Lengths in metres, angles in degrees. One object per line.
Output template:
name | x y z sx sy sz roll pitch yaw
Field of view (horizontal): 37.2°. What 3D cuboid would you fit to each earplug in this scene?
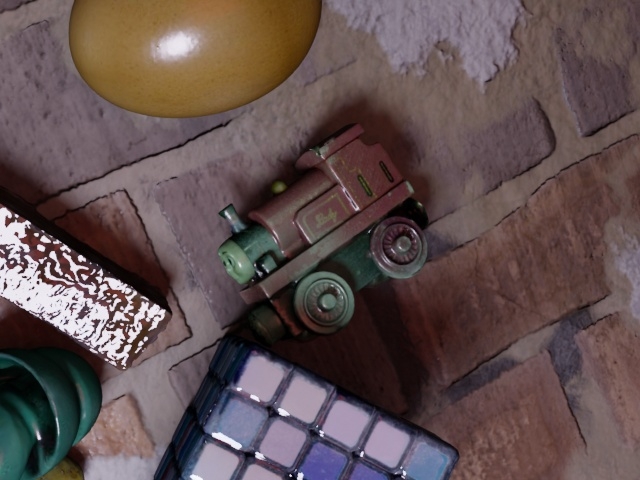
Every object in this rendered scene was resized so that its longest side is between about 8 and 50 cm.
earplug | -0.393 0.239 1.155 0.164 0.257 0.280 49 37 14

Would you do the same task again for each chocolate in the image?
chocolate | -0.349 0.039 1.200 0.321 0.112 0.112 36 90 -18

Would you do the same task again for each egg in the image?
egg | -0.153 -0.278 1.177 0.322 0.250 0.250 -28 100 -13

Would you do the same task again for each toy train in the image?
toy train | 0.000 0.000 1.289 0.304 0.150 0.221 -36 94 -23

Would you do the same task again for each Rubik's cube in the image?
Rubik's cube | -0.044 0.305 1.191 0.293 0.287 0.292 26 83 -8

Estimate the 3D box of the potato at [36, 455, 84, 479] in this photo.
potato | -0.389 0.331 1.199 0.188 0.085 0.105 -26 102 -21
